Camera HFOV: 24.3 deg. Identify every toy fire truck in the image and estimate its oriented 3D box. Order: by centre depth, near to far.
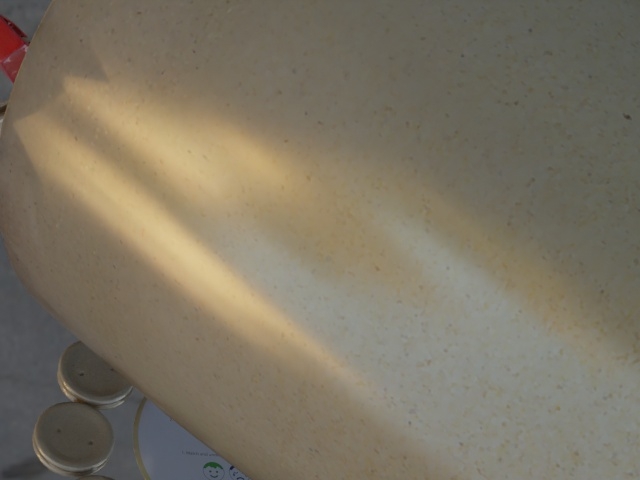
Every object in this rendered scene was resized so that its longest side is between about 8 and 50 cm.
[{"bbox_3d":[-0.265,-0.091,1.204,0.135,0.047,0.192,-44,160,-7],"label":"toy fire truck"}]

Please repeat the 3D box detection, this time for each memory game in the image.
[{"bbox_3d":[-0.041,0.099,0.689,0.186,0.186,0.012,0,141,-23],"label":"memory game"}]

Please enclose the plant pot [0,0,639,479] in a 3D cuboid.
[{"bbox_3d":[0.071,0.022,0.493,0.256,0.274,0.256,-29,145,-23],"label":"plant pot"}]
